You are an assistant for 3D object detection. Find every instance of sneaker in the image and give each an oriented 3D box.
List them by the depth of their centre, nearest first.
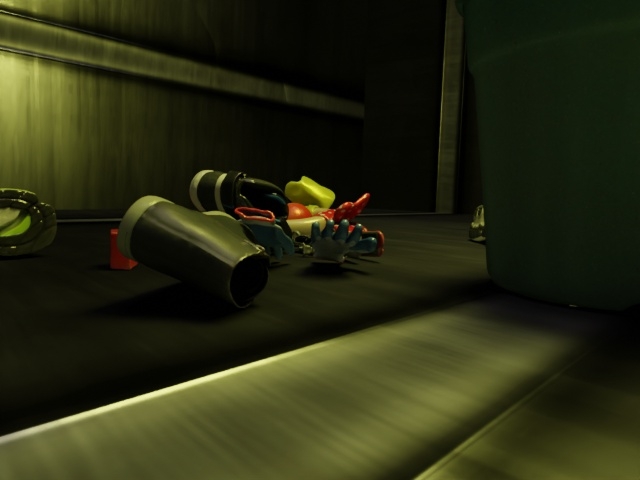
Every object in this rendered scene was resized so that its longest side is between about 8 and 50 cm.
[{"bbox_3d":[-0.093,0.024,0.489,0.118,0.083,0.222,26,3,15],"label":"sneaker"},{"bbox_3d":[-0.525,-0.016,0.631,0.299,0.111,0.121,4,-7,-42],"label":"sneaker"},{"bbox_3d":[-0.080,-0.027,0.706,0.121,0.079,0.217,10,-16,36],"label":"sneaker"},{"bbox_3d":[0.411,-0.034,1.029,0.109,0.107,0.275,11,6,-1],"label":"sneaker"}]

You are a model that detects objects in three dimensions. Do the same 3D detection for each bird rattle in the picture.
[{"bbox_3d":[-0.022,-0.032,0.984,0.206,0.143,0.253,-13,24,-21],"label":"bird rattle"}]

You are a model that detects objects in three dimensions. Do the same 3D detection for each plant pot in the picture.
[{"bbox_3d":[0.318,-0.113,0.527,0.340,0.335,0.341,0,8,0],"label":"plant pot"}]

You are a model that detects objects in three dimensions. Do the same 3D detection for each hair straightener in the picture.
[{"bbox_3d":[0.000,0.000,0.795,0.088,0.047,0.230,-2,7,-33],"label":"hair straightener"}]

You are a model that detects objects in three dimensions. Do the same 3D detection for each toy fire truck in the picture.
[{"bbox_3d":[-0.217,0.004,0.695,0.135,0.047,0.192,1,6,-11],"label":"toy fire truck"}]

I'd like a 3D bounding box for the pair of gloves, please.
[{"bbox_3d":[-0.027,0.001,0.640,0.198,0.023,0.159,8,-18,-2],"label":"pair of gloves"}]
